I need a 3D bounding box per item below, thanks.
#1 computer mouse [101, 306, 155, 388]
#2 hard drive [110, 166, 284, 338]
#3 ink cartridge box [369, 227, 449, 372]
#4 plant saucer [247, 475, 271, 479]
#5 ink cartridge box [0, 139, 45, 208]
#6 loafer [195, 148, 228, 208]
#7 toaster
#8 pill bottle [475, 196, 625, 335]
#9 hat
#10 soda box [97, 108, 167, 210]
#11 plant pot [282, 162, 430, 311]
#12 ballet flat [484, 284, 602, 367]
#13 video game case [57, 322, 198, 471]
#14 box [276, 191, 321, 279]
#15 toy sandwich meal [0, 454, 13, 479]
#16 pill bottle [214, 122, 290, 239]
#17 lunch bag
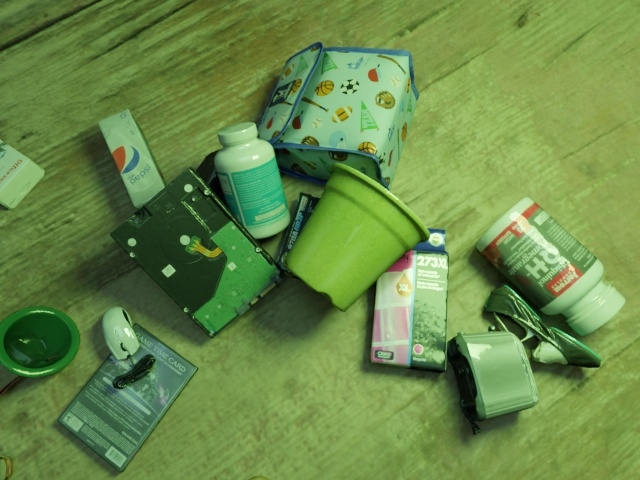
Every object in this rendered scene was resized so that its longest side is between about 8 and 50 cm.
[{"bbox_3d":[-0.470,0.242,1.182,0.106,0.042,0.193,-30,72,-8],"label":"computer mouse"},{"bbox_3d":[-0.278,0.032,1.169,0.237,0.064,0.339,-41,104,1],"label":"hard drive"},{"bbox_3d":[0.222,0.127,1.231,0.176,0.069,0.370,6,68,3],"label":"ink cartridge box"},{"bbox_3d":[-0.137,0.564,1.102,0.083,0.015,0.083,0,70,1],"label":"plant saucer"},{"bbox_3d":[-0.875,-0.195,1.350,0.191,0.082,0.139,30,73,12],"label":"ink cartridge box"},{"bbox_3d":[-0.310,-0.078,1.294,0.130,0.134,0.366,13,68,45],"label":"loafer"},{"bbox_3d":[0.386,0.309,1.127,0.147,0.129,0.227,-10,69,-5],"label":"toaster"},{"bbox_3d":[0.542,0.064,1.186,0.176,0.176,0.318,-39,74,-12],"label":"pill bottle"},{"bbox_3d":[-0.715,0.280,1.208,0.208,0.183,0.173,-19,73,-50],"label":"hat"},{"bbox_3d":[-0.490,-0.204,1.339,0.091,0.098,0.286,-26,73,-8],"label":"soda box"},{"bbox_3d":[0.059,0.010,1.132,0.276,0.276,0.254,37,85,13],"label":"plant pot"},{"bbox_3d":[0.509,0.225,1.181,0.280,0.095,0.096,41,85,24],"label":"ballet flat"},{"bbox_3d":[-0.448,0.361,1.175,0.196,0.026,0.274,32,73,11],"label":"video game case"},{"bbox_3d":[0.000,0.000,1.282,0.175,0.051,0.220,15,72,5],"label":"box"},{"bbox_3d":[-0.731,0.520,1.118,0.086,0.029,0.085,0,70,1],"label":"toy sandwich meal"},{"bbox_3d":[-0.169,-0.146,1.218,0.146,0.264,0.146,-10,27,5],"label":"pill bottle"},{"bbox_3d":[0.024,-0.327,1.312,0.386,0.239,0.327,13,71,22],"label":"lunch bag"}]
